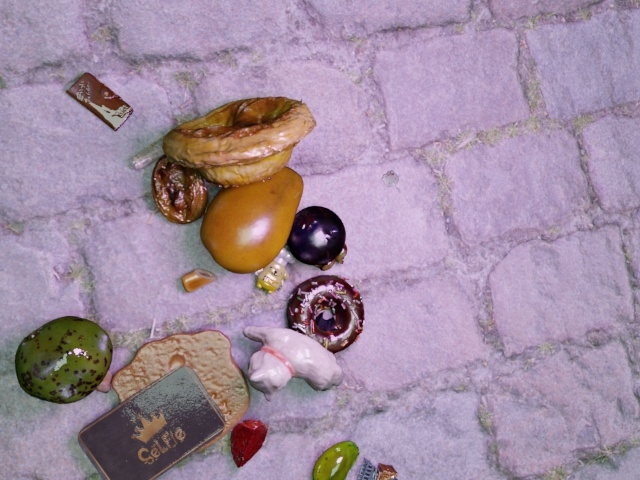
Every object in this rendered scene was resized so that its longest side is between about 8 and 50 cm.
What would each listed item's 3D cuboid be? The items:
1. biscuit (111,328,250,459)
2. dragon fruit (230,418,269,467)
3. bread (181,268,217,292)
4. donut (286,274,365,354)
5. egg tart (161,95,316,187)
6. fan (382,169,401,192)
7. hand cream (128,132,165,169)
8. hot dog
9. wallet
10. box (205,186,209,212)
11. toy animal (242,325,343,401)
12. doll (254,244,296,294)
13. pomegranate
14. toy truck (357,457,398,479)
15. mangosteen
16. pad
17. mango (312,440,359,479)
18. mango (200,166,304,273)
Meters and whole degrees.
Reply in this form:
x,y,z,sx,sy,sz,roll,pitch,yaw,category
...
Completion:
x,y,z,sx,sy,sz,roll,pitch,yaw,category
-0.416,0.460,1.573,0.385,0.062,0.364,-19,95,-10,biscuit
-0.221,0.600,1.611,0.106,0.083,0.162,-10,121,-53,dragon fruit
-0.372,0.113,1.600,0.103,0.049,0.062,-27,128,-13,bread
0.021,0.237,1.661,0.270,0.103,0.269,1,86,-13,donut
-0.219,-0.273,1.485,0.443,0.443,0.178,-17,120,-13,egg tart
0.246,-0.196,1.775,0.056,0.004,0.083,-38,97,-11,fan
-0.515,-0.267,1.593,0.143,0.039,0.061,-40,90,-20,hand cream
-0.420,-0.165,1.575,0.161,0.099,0.226,-16,85,4,hot dog
-0.656,-0.417,1.567,0.176,0.026,0.095,40,78,-9,wallet
-0.370,-0.124,1.629,0.046,0.012,0.083,-4,90,-12,box
-0.074,0.404,1.564,0.266,0.188,0.307,-12,124,14,toy animal
-0.140,0.086,1.649,0.106,0.062,0.162,30,81,-15,doll
-0.683,0.331,1.436,0.270,0.254,0.254,43,79,-31,pomegranate
0.171,0.810,1.688,0.115,0.080,0.177,20,83,-6,toy truck
0.000,0.000,1.636,0.194,0.194,0.230,-50,134,-10,mangosteen
-0.463,0.582,1.502,0.375,0.063,0.314,-33,96,-8,pad
0.047,0.707,1.656,0.178,0.100,0.119,-45,137,-17,mango
-0.197,-0.077,1.550,0.264,0.221,0.378,20,63,30,mango
